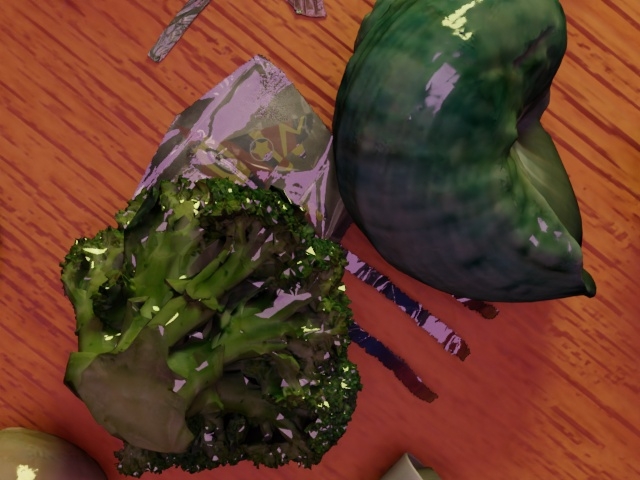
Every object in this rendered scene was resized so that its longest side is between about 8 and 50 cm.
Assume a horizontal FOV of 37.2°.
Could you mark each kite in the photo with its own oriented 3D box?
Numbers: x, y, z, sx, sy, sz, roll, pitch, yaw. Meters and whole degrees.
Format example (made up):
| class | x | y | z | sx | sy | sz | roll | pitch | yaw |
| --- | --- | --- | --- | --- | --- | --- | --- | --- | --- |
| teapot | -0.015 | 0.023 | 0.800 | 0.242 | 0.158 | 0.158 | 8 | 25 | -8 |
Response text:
| class | x | y | z | sx | sy | sz | roll | pitch | yaw |
| --- | --- | --- | --- | --- | --- | --- | --- | --- | --- |
| kite | -0.057 | -0.175 | 0.610 | 0.137 | 0.005 | 0.153 | 28 | 90 | -2 |
| kite | 0.000 | 0.000 | 0.610 | 0.245 | 0.015 | 0.141 | 39 | 91 | -2 |

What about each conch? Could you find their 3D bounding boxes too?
| class | x | y | z | sx | sy | sz | roll | pitch | yaw |
| --- | --- | --- | --- | --- | --- | --- | --- | --- | --- |
| conch | 0.081 | -0.069 | 0.557 | 0.134 | 0.196 | 0.202 | -6 | 71 | 20 |

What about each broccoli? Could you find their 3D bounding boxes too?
| class | x | y | z | sx | sy | sz | roll | pitch | yaw |
| --- | --- | --- | --- | --- | --- | --- | --- | --- | --- |
| broccoli | -0.062 | 0.053 | 0.532 | 0.195 | 0.156 | 0.196 | 2 | 103 | 11 |

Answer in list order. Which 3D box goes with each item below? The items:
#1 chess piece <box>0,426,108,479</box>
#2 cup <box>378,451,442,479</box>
| class | x | y | z | sx | sy | sz | roll | pitch | yaw |
| --- | --- | --- | --- | --- | --- | --- | --- | --- | --- |
| chess piece | -0.200 | 0.239 | 0.553 | 0.142 | 0.143 | 0.261 | 18 | 82 | -3 |
| cup | 0.050 | 0.202 | 0.593 | 0.116 | 0.074 | 0.104 | -43 | 121 | 1 |
